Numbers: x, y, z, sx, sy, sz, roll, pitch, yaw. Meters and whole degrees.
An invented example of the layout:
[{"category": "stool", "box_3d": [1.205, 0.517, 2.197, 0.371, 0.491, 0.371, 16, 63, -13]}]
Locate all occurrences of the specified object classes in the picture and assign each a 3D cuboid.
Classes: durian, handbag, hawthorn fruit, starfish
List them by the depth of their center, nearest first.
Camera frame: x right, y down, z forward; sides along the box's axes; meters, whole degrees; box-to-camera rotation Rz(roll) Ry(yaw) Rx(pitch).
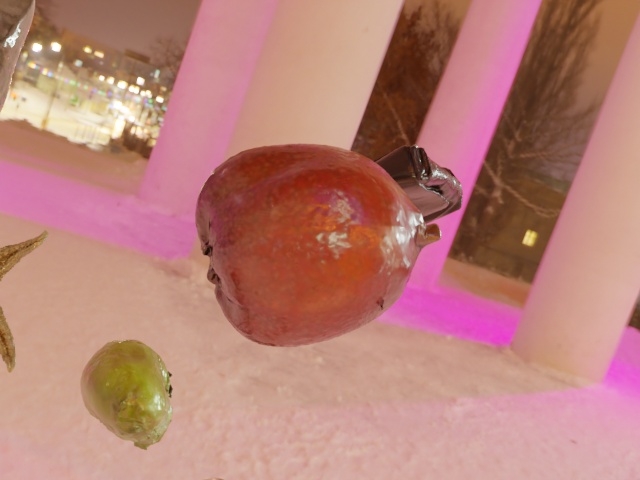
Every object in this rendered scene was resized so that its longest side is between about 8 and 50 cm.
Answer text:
[{"category": "hawthorn fruit", "box_3d": [0.000, 0.000, 0.563, 0.188, 0.169, 0.169, -12, 15, -13]}, {"category": "handbag", "box_3d": [0.050, -0.051, 0.933, 0.247, 0.080, 0.223, -22, -15, 20]}, {"category": "starfish", "box_3d": [-0.705, 0.108, 1.359, 0.347, 0.358, 0.078, 19, -20, -2]}, {"category": "durian", "box_3d": [-0.439, 0.345, 1.643, 0.256, 0.204, 0.340, 49, -20, 14]}]

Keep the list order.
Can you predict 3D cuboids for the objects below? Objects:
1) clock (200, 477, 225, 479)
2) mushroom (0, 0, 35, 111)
[{"category": "clock", "box_3d": [-0.264, 0.653, 1.281, 0.250, 0.377, 0.368, 4, 6, -35]}, {"category": "mushroom", "box_3d": [-0.543, -0.243, 1.039, 0.177, 0.397, 0.126, 22, -35, -36]}]
